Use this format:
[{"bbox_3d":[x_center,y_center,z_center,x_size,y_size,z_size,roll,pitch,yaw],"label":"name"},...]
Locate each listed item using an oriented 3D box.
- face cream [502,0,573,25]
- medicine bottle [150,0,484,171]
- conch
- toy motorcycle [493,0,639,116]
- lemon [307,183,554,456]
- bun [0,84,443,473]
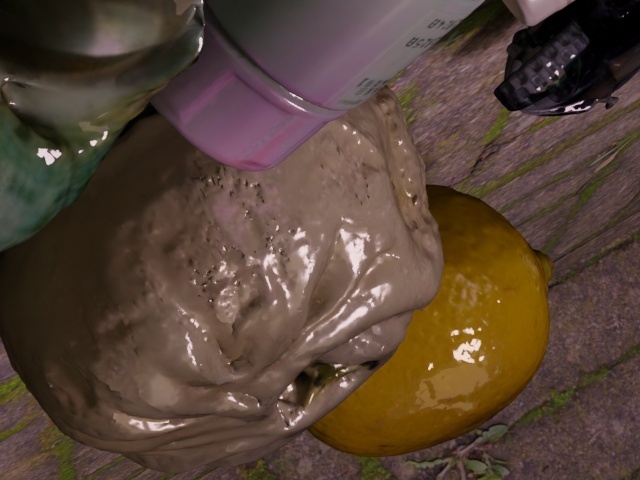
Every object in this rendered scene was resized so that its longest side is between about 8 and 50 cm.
[{"bbox_3d":[0.230,-0.247,1.255,0.269,0.082,0.082,-34,168,0],"label":"face cream"},{"bbox_3d":[-0.008,-0.130,0.975,0.168,0.135,0.135,-39,167,27],"label":"medicine bottle"},{"bbox_3d":[-0.148,-0.081,0.849,0.188,0.122,0.176,-33,148,-11],"label":"conch"},{"bbox_3d":[0.235,-0.185,1.475,0.270,0.106,0.159,-42,174,-12],"label":"toy motorcycle"},{"bbox_3d":[0.075,0.075,1.757,0.284,0.260,0.260,-16,174,20],"label":"lemon"},{"bbox_3d":[-0.058,0.033,1.320,0.360,0.211,0.359,-31,167,-8],"label":"bun"}]
